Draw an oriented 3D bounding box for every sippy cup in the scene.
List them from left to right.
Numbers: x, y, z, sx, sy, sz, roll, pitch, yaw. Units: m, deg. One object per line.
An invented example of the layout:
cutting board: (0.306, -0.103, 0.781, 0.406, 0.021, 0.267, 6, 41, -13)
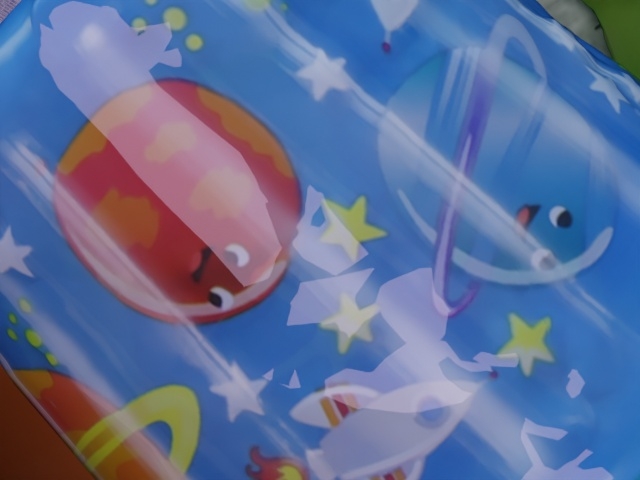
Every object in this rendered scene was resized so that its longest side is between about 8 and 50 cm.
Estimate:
sippy cup: (0.000, 0.000, 0.494, 0.224, 0.305, 0.240, 44, 114, -11)

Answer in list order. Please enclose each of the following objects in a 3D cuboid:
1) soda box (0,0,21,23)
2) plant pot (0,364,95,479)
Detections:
soda box: (-0.201, -0.107, 0.619, 0.216, 0.074, 0.069, 32, 55, 7)
plant pot: (-0.166, 0.124, 0.550, 0.203, 0.291, 0.290, -25, 89, 27)
